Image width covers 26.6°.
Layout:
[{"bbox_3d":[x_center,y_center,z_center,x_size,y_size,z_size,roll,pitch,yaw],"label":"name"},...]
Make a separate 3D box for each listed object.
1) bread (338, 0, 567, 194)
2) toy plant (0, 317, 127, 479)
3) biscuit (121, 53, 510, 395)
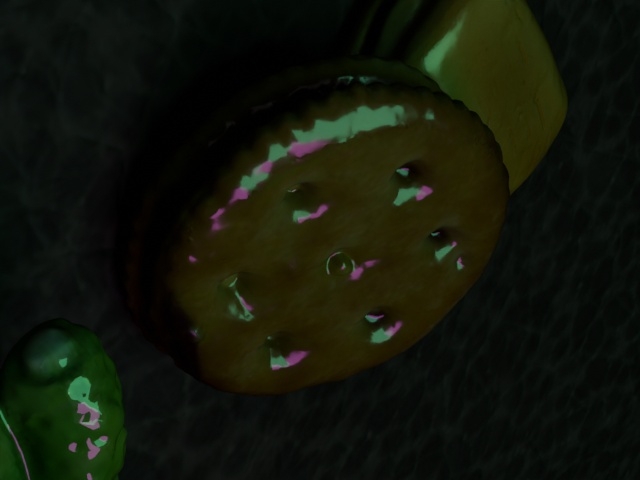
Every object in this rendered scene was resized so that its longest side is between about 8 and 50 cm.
[{"bbox_3d":[0.089,-0.092,0.833,0.116,0.077,0.200,-61,145,-13],"label":"bread"},{"bbox_3d":[-0.162,0.162,0.620,0.224,0.184,0.316,-32,128,-9],"label":"toy plant"},{"bbox_3d":[0.000,0.000,0.738,0.220,0.066,0.220,-19,136,-19],"label":"biscuit"}]
